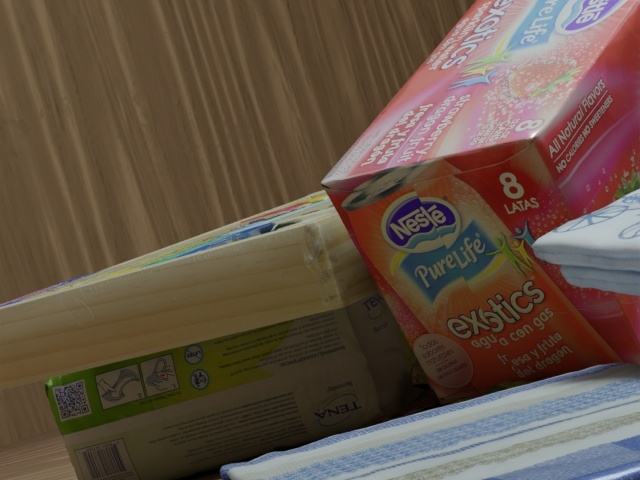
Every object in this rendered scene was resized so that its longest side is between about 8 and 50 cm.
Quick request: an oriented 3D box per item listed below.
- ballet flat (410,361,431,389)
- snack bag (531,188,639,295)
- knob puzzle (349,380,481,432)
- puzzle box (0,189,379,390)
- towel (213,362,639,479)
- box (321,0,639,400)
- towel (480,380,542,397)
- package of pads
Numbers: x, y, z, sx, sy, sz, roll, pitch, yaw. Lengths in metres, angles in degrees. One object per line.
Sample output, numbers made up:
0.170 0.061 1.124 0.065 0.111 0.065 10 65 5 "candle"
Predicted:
0.138 0.060 1.244 0.173 0.049 0.057 -17 -2 -5 "ballet flat"
0.289 -0.041 0.709 0.323 0.037 0.342 -25 15 -18 "snack bag"
0.101 0.080 1.114 0.213 0.030 0.213 -17 0 0 "knob puzzle"
0.000 0.000 1.258 0.272 0.052 0.409 -16 3 33 "puzzle box"
0.068 0.082 0.678 0.209 0.034 0.285 -15 0 -12 "towel"
0.151 -0.064 1.086 0.142 0.154 0.300 -11 27 40 "box"
0.030 0.103 0.915 0.237 0.021 0.102 -17 -2 -33 "towel"
-0.029 0.086 1.362 0.229 0.101 0.296 -17 2 15 "package of pads"
